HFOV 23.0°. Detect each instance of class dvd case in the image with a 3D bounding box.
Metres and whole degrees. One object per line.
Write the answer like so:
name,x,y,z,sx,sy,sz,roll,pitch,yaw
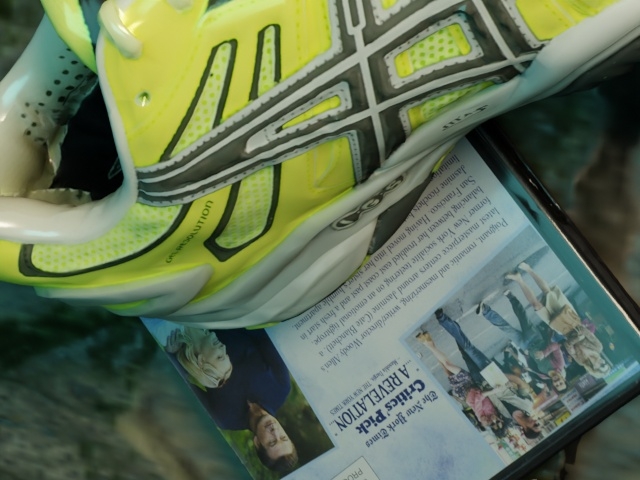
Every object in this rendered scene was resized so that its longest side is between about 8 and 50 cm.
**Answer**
dvd case,0.000,0.000,0.646,0.180,0.022,0.253,-41,79,26

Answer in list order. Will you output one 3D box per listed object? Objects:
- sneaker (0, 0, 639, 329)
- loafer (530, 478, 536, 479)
sneaker,0.004,-0.088,0.482,0.384,0.147,0.145,-50,56,37
loafer,0.115,0.141,0.601,0.039,0.045,0.125,-32,89,11
